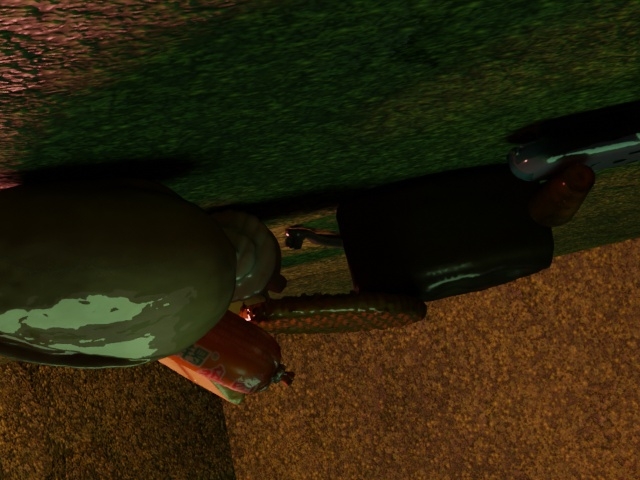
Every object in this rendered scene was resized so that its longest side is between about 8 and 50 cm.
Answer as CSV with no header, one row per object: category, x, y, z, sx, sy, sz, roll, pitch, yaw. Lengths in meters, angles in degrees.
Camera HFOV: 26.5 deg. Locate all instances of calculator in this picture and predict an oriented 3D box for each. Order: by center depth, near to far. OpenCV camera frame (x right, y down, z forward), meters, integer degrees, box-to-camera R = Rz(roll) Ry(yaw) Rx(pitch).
calculator,0.358,-0.120,1.555,0.293,0.051,0.173,-12,172,7

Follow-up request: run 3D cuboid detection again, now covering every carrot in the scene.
carrot,0.278,-0.055,1.558,0.055,0.055,0.161,-10,167,-7

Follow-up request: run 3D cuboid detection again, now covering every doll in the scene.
doll,-0.108,0.026,1.780,0.138,0.119,0.293,34,177,3

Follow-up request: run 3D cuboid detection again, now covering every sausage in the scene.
sausage,-0.174,0.106,1.698,0.312,0.093,0.093,28,172,1

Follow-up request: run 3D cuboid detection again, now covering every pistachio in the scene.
pistachio,-0.222,0.032,1.323,0.299,0.187,0.187,-3,171,-27

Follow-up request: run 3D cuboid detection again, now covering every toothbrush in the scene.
toothbrush,0.000,0.000,2.131,0.030,0.030,0.297,14,-177,17

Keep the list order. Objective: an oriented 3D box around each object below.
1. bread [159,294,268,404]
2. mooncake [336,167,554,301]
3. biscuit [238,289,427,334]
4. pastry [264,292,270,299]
bread,-0.225,0.123,1.892,0.264,0.163,0.168,10,-172,-45
mooncake,0.173,0.000,1.858,0.284,0.155,0.284,-11,172,-2
biscuit,0.016,0.094,1.776,0.254,0.035,0.254,-2,169,0
pastry,-0.193,0.112,2.501,0.192,0.093,0.182,-11,176,41
